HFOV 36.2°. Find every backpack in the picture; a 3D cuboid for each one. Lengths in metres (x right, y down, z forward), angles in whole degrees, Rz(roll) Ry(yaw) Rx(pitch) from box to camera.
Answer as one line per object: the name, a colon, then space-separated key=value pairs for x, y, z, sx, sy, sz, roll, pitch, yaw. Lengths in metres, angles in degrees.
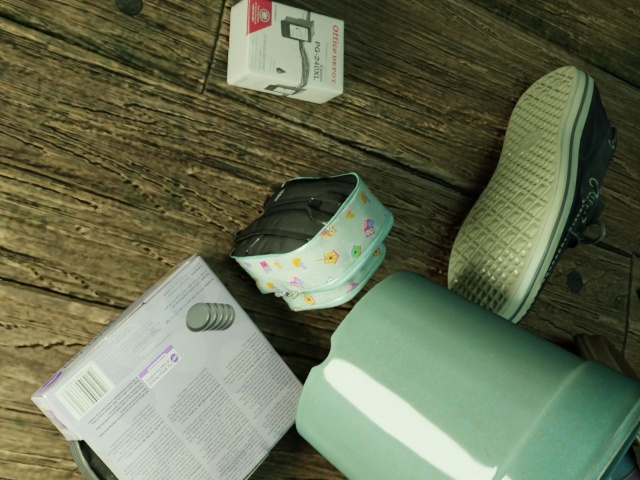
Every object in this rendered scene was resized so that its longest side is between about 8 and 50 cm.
backpack: x=0.000 y=0.000 z=1.232 sx=0.144 sy=0.188 sz=0.166 roll=49 pitch=61 yaw=-15

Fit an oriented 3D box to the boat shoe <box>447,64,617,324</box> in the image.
boat shoe: x=0.327 y=-0.048 z=1.429 sx=0.156 sy=0.187 sz=0.500 roll=45 pitch=50 yaw=-23

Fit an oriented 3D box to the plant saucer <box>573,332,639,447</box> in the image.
plant saucer: x=0.472 y=0.249 z=1.457 sx=0.041 sy=0.278 sz=0.278 roll=-36 pitch=110 yaw=15

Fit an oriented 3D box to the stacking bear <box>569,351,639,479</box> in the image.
stacking bear: x=0.365 y=0.283 z=1.429 sx=0.175 sy=0.164 sz=0.289 roll=-17 pitch=79 yaw=-57

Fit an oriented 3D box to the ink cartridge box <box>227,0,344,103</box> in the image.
ink cartridge box: x=-0.044 y=-0.255 z=1.322 sx=0.150 sy=0.063 sz=0.109 roll=7 pitch=78 yaw=-30

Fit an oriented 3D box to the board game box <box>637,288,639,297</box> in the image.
board game box: x=0.621 y=0.146 z=1.681 sx=0.126 sy=0.026 sz=0.186 roll=-25 pitch=95 yaw=-32

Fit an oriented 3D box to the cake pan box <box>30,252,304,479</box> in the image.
cake pan box: x=-0.170 y=0.192 z=1.169 sx=0.245 sy=0.070 sz=0.267 roll=50 pitch=61 yaw=-12

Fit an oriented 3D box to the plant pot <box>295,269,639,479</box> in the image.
plant pot: x=0.173 y=0.223 z=1.176 sx=0.334 sy=0.341 sz=0.341 roll=34 pitch=58 yaw=22
